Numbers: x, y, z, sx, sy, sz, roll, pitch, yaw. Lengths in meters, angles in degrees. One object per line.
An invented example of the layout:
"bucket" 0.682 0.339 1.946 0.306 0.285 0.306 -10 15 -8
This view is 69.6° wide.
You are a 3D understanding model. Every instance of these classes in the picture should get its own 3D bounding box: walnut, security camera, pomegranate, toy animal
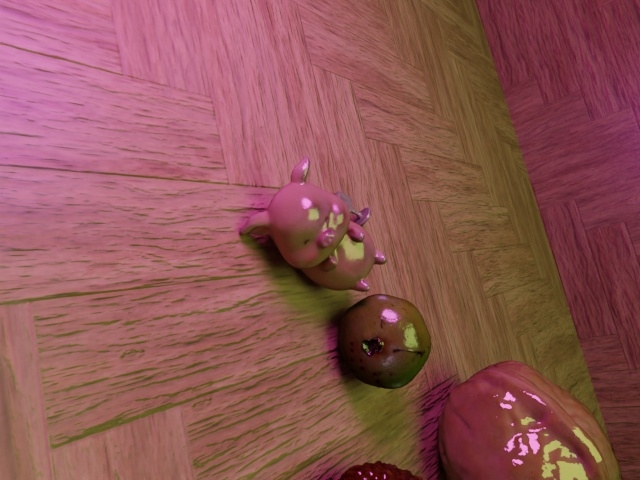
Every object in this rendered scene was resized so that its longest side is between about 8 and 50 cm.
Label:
"walnut" 0.444 0.462 1.019 0.381 0.381 0.381 23 58 -43
"security camera" 0.063 -0.073 1.039 0.092 0.058 0.058 34 50 -21
"pomegranate" 0.128 0.184 0.913 0.179 0.179 0.210 58 20 -14
"toy animal" 0.001 -0.009 0.846 0.250 0.154 0.166 45 67 -35

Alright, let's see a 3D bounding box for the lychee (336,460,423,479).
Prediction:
"lychee" 0.111 0.474 0.702 0.236 0.271 0.235 -33 128 -56
